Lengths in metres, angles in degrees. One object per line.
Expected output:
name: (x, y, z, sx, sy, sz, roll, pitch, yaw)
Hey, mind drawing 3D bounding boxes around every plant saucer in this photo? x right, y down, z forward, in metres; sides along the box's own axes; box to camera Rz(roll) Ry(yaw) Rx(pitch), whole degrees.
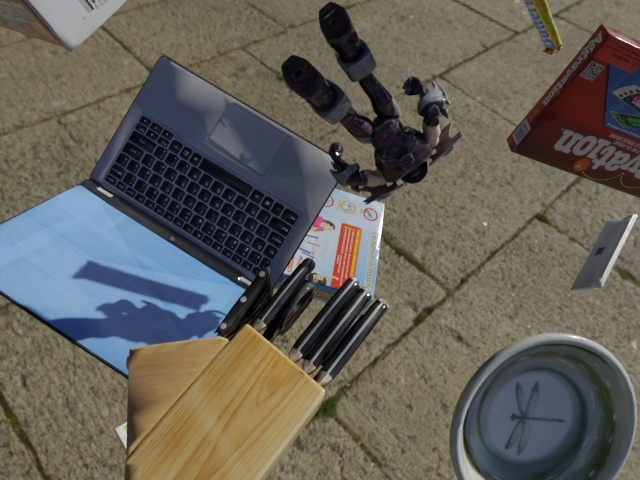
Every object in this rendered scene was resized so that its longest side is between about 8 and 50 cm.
plant saucer: (0.438, 0.370, 1.030, 0.400, 0.400, 0.100, -2, 9, -9)

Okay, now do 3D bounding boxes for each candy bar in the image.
candy bar: (0.302, -0.336, 0.712, 0.018, 0.161, 0.040, -31, 18, 3)

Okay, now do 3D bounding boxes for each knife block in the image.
knife block: (-0.045, 0.158, 0.460, 0.242, 0.088, 0.275, -5, 65, -4)

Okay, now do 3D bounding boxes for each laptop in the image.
laptop: (-0.228, -0.054, 0.762, 0.382, 0.236, 0.408, 32, 92, 5)

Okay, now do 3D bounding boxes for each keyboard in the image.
keyboard: (0.637, 0.024, 1.131, 0.014, 0.072, 0.256, 49, 59, -7)

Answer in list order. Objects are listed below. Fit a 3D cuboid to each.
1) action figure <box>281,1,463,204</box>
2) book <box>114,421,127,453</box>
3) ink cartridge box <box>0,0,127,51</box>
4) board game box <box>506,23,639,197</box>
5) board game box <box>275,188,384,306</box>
action figure: (0.074, -0.154, 0.651, 0.185, 0.285, 0.099, -44, 47, 6)
book: (-0.415, 0.465, 1.238, 0.144, 0.035, 0.096, -24, 74, -38)
ink cartridge box: (-0.310, -0.324, 0.409, 0.309, 0.272, 0.130, 28, 70, 40)
board game box: (0.364, -0.114, 0.547, 0.281, 0.145, 0.027, 15, 47, -16)
board game box: (0.000, 0.000, 1.319, 0.302, 0.086, 0.308, 17, 56, -8)
